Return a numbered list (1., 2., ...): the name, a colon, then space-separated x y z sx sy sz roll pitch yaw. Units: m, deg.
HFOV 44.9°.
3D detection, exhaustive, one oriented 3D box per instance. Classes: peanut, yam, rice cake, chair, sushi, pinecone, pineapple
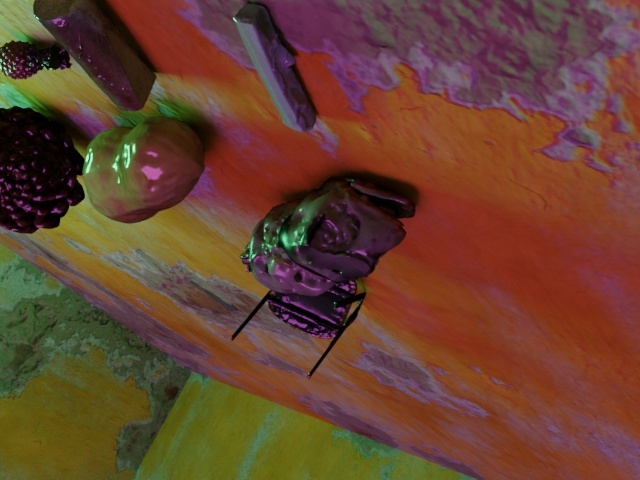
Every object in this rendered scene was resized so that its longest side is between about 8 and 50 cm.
1. peanut: -0.268 -0.104 1.136 0.147 0.148 0.318 36 159 -21
2. yam: -0.261 -0.226 0.918 0.068 0.068 0.169 15 157 33
3. rice cake: -0.042 -0.173 0.808 0.042 0.030 0.180 24 161 28
4. chair: -0.023 0.107 1.326 0.158 0.172 0.247 23 -157 14
5. sushi: 0.000 0.000 1.042 0.124 0.130 0.332 34 159 -17
6. pinecone: -0.521 -0.129 1.331 0.221 0.221 0.221 25 161 9
7. pineapple: -0.388 -0.245 1.064 0.124 0.058 0.058 14 156 33
